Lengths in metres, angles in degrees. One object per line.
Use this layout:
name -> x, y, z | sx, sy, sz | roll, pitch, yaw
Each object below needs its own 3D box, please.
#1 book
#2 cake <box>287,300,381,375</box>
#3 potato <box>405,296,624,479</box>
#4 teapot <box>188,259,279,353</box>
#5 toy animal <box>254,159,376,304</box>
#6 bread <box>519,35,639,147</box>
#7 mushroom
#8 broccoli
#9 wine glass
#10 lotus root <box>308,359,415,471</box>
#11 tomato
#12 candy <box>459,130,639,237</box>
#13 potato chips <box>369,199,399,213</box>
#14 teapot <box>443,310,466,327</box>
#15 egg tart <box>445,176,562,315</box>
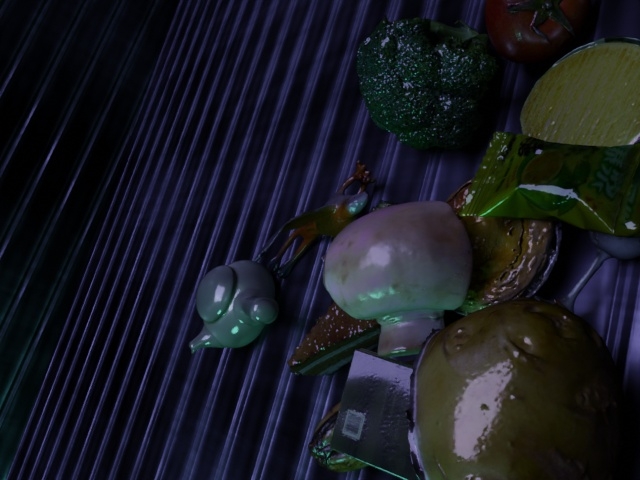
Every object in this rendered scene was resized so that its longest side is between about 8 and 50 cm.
book -> 0.134, 0.265, 0.876 | 0.228, 0.024, 0.160 | 14, 86, 27
cake -> 0.064, 0.159, 1.049 | 0.295, 0.116, 0.112 | -46, 46, 27
potato -> 0.242, 0.206, 0.678 | 0.196, 0.246, 0.299 | -34, 50, 42
teapot -> -0.170, 0.126, 1.350 | 0.318, 0.149, 0.220 | -29, 49, 42
toy animal -> 0.014, -0.019, 1.245 | 0.302, 0.225, 0.284 | -54, 14, 1
bread -> 0.401, -0.198, 0.902 | 0.228, 0.033, 0.228 | -28, 50, 40
mushroom -> 0.105, 0.042, 0.870 | 0.173, 0.162, 0.236 | 137, 131, -63
broccoli -> 0.191, -0.293, 1.097 | 0.245, 0.265, 0.294 | -28, 37, -4
wine glass -> 0.364, 0.018, 0.774 | 0.195, 0.079, 0.079 | -58, 35, 11
lotus root -> 0.092, 0.280, 0.958 | 0.258, 0.097, 0.110 | -39, 64, 18
tomato -> 0.347, -0.373, 0.987 | 0.167, 0.167, 0.167 | -31, 47, 39
candy -> 0.313, -0.078, 0.787 | 0.246, 0.069, 0.149 | 14, 69, 39
potato chips -> 0.132, -0.005, 1.137 | 0.092, 0.028, 0.207 | -53, 32, 27
teapot -> 0.206, 0.137, 0.938 | 0.100, 0.045, 0.067 | 16, 81, 54
egg tart -> 0.258, 0.007, 0.909 | 0.234, 0.094, 0.234 | -29, 51, 42
